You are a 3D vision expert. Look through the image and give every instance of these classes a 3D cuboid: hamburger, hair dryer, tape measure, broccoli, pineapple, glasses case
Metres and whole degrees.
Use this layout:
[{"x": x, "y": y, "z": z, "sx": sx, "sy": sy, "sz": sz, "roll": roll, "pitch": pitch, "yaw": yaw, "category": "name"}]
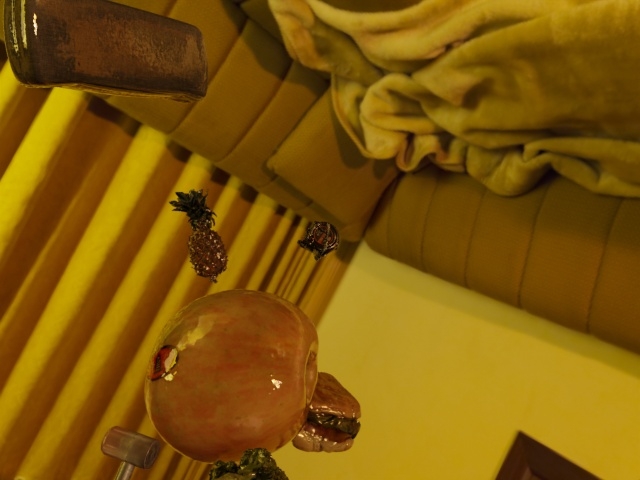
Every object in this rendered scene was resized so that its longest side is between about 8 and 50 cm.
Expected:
[{"x": 0.013, "y": 0.487, "z": 1.466, "sx": 0.209, "sy": 0.162, "sz": 0.330, "roll": 28, "pitch": -176, "yaw": 35, "category": "hamburger"}, {"x": -0.246, "y": 0.290, "z": 0.631, "sx": 0.063, "sy": 0.114, "sz": 0.037, "roll": 14, "pitch": 157, "yaw": 11, "category": "hair dryer"}, {"x": 0.002, "y": -0.001, "z": 1.320, "sx": 0.091, "sy": 0.094, "sz": 0.054, "roll": 42, "pitch": 157, "yaw": 3, "category": "tape measure"}, {"x": -0.115, "y": 0.398, "z": 0.796, "sx": 0.162, "sy": 0.146, "sz": 0.137, "roll": 35, "pitch": 163, "yaw": 47, "category": "broccoli"}, {"x": -0.269, "y": -0.009, "z": 1.169, "sx": 0.103, "sy": 0.221, "sz": 0.083, "roll": -17, "pitch": -177, "yaw": -36, "category": "pineapple"}, {"x": -0.302, "y": -0.286, "z": 0.792, "sx": 0.074, "sy": 0.130, "sz": 0.323, "roll": 1, "pitch": -171, "yaw": 31, "category": "glasses case"}]

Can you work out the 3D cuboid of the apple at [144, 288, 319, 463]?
[{"x": -0.181, "y": 0.299, "z": 1.180, "sx": 0.347, "sy": 0.390, "sz": 0.391, "roll": 1, "pitch": 169, "yaw": 17, "category": "apple"}]
